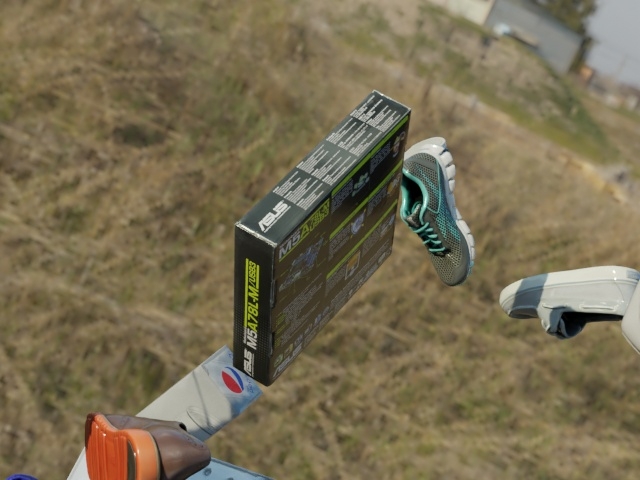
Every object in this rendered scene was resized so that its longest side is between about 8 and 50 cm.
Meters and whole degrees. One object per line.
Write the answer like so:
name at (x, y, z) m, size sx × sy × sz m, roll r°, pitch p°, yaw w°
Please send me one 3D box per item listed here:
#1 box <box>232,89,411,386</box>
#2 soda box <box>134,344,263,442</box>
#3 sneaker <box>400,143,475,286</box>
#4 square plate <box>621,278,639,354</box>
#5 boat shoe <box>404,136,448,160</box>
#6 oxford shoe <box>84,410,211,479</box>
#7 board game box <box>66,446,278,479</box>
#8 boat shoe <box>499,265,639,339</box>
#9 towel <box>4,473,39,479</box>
box at (0.000, 0.000, 1.150) m, size 0.045 × 0.184 × 0.191 m, roll 28°, pitch 54°, yaw 22°
soda box at (-0.225, 0.283, 2.143) m, size 0.098 × 0.286 × 0.091 m, roll 52°, pitch 28°, yaw 1°
sneaker at (0.123, -0.023, 1.604) m, size 0.076 × 0.166 × 0.065 m, roll -21°, pitch 6°, yaw -43°
square plate at (0.440, 0.054, 1.390) m, size 0.049 × 0.347 × 0.344 m, roll -2°, pitch 34°, yaw -29°
boat shoe at (0.097, -0.084, 1.688) m, size 0.125 × 0.038 × 0.046 m, roll -24°, pitch 25°, yaw -11°
oxford shoe at (-0.209, 0.250, 1.639) m, size 0.098 × 0.097 × 0.271 m, roll -3°, pitch 3°, yaw -25°
board game box at (-0.225, 0.480, 1.934) m, size 0.390 × 0.390 × 0.050 m, roll 15°, pitch -27°, yaw 23°
boat shoe at (0.329, 0.090, 1.885) m, size 0.079 × 0.081 × 0.227 m, roll 19°, pitch -22°, yaw -37°
towel at (-0.259, 0.369, 1.346) m, size 0.076 × 0.308 × 0.228 m, roll -32°, pitch 76°, yaw -30°
